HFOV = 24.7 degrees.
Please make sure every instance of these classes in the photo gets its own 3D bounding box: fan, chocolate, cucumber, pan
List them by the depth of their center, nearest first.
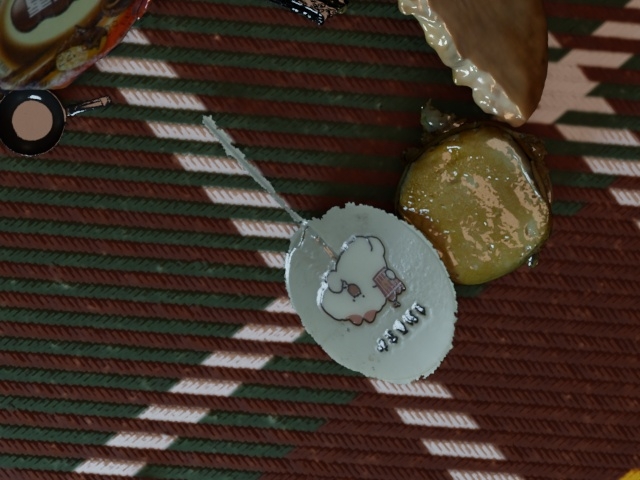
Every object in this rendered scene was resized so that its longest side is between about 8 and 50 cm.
[{"bbox_3d":[-0.259,-0.249,1.324,0.221,0.221,0.147,-46,61,4],"label":"chocolate"},{"bbox_3d":[-0.040,-0.238,1.384,0.135,0.033,0.034,23,93,-5],"label":"cucumber"},{"bbox_3d":[0.000,0.000,1.389,0.329,0.009,0.191,46,131,5],"label":"fan"},{"bbox_3d":[-0.253,-0.120,1.396,0.115,0.023,0.068,-13,97,2],"label":"pan"}]

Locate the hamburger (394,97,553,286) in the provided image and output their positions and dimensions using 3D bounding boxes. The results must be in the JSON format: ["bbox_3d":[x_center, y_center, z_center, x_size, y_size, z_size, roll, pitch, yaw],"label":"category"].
[{"bbox_3d":[0.140,-0.049,1.371,0.159,0.131,0.185,-25,98,17],"label":"hamburger"}]

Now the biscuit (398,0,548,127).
[{"bbox_3d":[0.115,-0.263,1.317,0.040,0.204,0.309,-20,119,40],"label":"biscuit"}]
